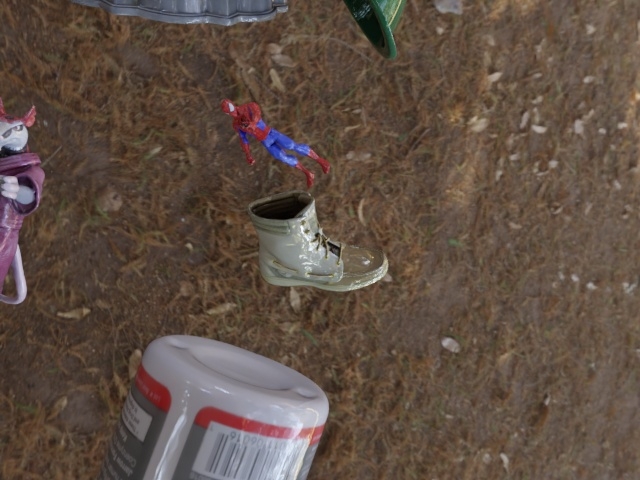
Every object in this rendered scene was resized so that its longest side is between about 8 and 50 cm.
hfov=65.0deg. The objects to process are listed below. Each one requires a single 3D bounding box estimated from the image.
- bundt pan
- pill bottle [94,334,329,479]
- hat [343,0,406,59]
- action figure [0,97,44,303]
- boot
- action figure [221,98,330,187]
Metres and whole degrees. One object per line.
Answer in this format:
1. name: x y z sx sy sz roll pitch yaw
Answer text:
1. bundt pan: -0.196 -0.392 0.644 0.330 0.331 0.124 -11 132 -27
2. pill bottle: -0.112 0.236 0.409 0.161 0.161 0.283 22 86 -29
3. hat: 0.107 -0.361 0.610 0.183 0.173 0.209 -33 95 7
4. action figure: -0.520 -0.041 0.812 0.248 0.275 0.370 24 91 13
5. boot: 0.000 0.000 0.781 0.213 0.077 0.165 0 136 5
6. action figure: -0.107 -0.201 1.107 0.280 0.091 0.139 35 36 -25
